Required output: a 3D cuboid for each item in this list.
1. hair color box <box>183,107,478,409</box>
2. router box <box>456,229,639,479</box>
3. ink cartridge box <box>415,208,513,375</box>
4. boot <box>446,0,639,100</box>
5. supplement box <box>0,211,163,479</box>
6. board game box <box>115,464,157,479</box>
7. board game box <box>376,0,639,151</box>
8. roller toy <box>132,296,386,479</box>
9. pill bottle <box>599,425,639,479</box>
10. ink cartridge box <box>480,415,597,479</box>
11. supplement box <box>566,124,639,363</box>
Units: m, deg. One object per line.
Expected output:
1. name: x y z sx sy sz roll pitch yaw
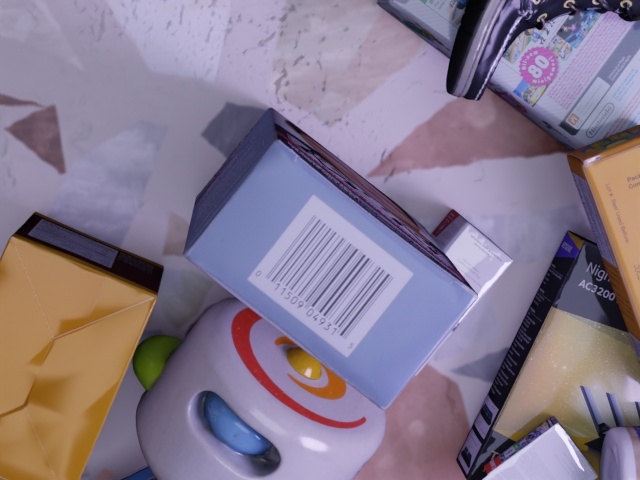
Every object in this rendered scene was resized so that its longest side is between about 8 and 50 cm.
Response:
1. hair color box: 0.000 0.000 1.392 0.185 0.374 0.113 38 94 -7
2. router box: 0.315 0.165 1.580 0.309 0.081 0.243 24 95 -6
3. ink cartridge box: 0.101 0.045 1.543 0.056 0.099 0.135 39 95 -8
4. boot: 0.223 -0.195 1.432 0.179 0.085 0.236 26 93 -9
5. supplement box: -0.231 0.095 1.482 0.129 0.194 0.191 23 95 -6
6. board game box: -0.123 0.362 1.450 0.141 0.291 0.232 -26 113 0
7. board game box: 0.239 -0.207 1.522 0.303 0.097 0.224 36 93 -8
8. roller toy: -0.045 0.149 1.488 0.209 0.191 0.146 21 120 -33
9. pill bottle: 0.333 0.207 1.497 0.169 0.094 0.094 0 97 -4
10. ink cartridge box: 0.178 0.214 1.523 0.115 0.029 0.063 -36 99 4
11. supplement box: 0.287 0.022 1.475 0.078 0.080 0.233 -20 102 0
